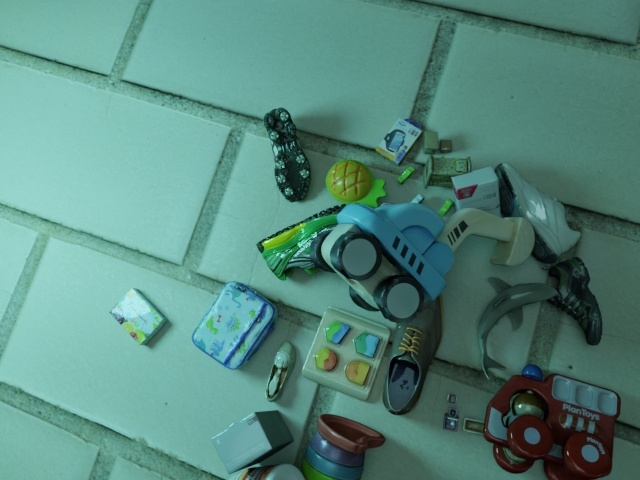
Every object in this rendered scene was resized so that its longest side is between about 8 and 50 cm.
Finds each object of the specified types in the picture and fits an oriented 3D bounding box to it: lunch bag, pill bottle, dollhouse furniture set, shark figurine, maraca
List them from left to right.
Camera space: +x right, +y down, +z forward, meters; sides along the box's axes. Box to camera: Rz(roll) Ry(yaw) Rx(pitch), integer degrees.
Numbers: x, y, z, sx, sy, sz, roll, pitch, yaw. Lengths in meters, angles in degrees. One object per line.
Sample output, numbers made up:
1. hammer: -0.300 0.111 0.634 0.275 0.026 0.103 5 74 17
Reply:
1. lunch bag: -0.231 0.235 1.565 0.176 0.090 0.219 35 86 12
2. pill bottle: -0.143 0.621 1.396 0.221 0.121 0.121 -28 70 44
3. maraca: 0.098 -0.155 1.584 0.185 0.099 0.127 34 93 22
4. dollhouse furniture set: 0.380 -0.231 1.550 0.181 0.101 0.161 2 68 0
5. dollhouse furniture set: 0.372 0.443 1.420 0.114 0.081 0.091 9 79 11
6. shark figurine: 0.452 0.197 1.441 0.166 0.116 0.278 34 93 25

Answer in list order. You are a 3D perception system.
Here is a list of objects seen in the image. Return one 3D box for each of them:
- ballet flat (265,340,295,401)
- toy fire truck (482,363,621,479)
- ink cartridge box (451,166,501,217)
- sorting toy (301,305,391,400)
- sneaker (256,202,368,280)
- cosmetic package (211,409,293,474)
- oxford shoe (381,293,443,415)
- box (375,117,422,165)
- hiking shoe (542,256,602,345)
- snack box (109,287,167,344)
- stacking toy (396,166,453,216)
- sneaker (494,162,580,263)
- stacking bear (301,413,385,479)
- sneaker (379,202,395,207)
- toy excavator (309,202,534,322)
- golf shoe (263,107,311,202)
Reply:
1. ballet flat: -0.109 0.357 1.534 0.057 0.052 0.168 12 80 12
2. toy fire truck: 0.556 0.438 1.367 0.302 0.169 0.254 16 57 12
3. ink cartridge box: 0.413 -0.107 1.499 0.109 0.150 0.063 -15 41 6
4. sorting toy: 0.069 0.302 1.524 0.193 0.038 0.208 19 82 13
5. sneaker: 0.000 0.000 1.550 0.343 0.134 0.146 -24 96 23
6. cosmetic package: -0.163 0.499 1.416 0.127 0.238 0.107 -32 74 2
7. oxford shoe: 0.244 0.270 1.452 0.130 0.133 0.364 11 79 12
8. box: 0.231 -0.291 1.634 0.081 0.028 0.136 35 87 15
9. hiking shoe: 0.644 0.161 1.448 0.114 0.086 0.227 -16 70 20
10. snack box: -0.528 0.220 1.642 0.141 0.037 0.100 41 85 15
11. stacking toy: 0.239 -0.080 1.573 0.167 0.052 0.221 42 86 15
12. sneaker: 0.567 -0.084 1.508 0.129 0.111 0.297 -26 77 -14
13. stacking bear: 0.022 0.601 1.410 0.164 0.175 0.289 19 90 31
14. sneaker: 0.159 0.018 1.498 0.095 0.104 0.236 18 104 24
15. toy excavator: 0.267 0.008 1.378 0.433 0.222 0.445 45 80 -13
16. golf shoe: -0.090 -0.248 1.646 0.105 0.120 0.273 -12 99 0
